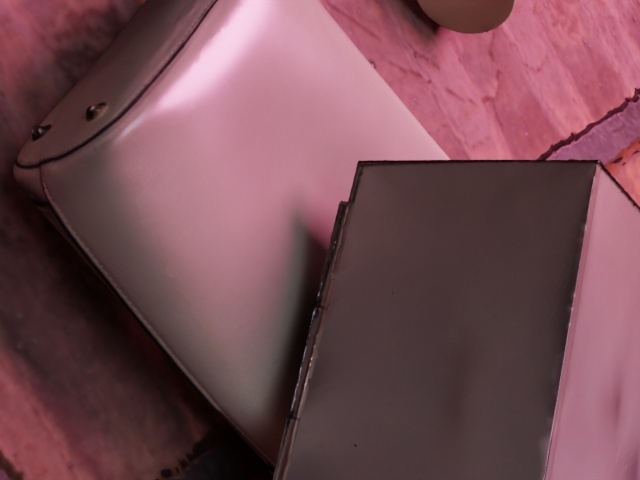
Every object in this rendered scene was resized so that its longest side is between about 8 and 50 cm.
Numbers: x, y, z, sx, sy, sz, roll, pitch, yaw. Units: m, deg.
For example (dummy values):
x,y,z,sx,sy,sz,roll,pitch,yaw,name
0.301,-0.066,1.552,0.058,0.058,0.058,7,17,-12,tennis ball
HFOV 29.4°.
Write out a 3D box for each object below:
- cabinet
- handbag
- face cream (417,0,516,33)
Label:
x,y,z,sx,sy,sz,roll,pitch,yaw,name
0.084,0.080,0.625,0.145,0.150,0.206,34,64,-50,cabinet
0.000,0.000,0.681,0.315,0.109,0.241,48,55,-23,handbag
0.124,-0.246,0.875,0.114,0.070,0.224,41,48,-23,face cream
